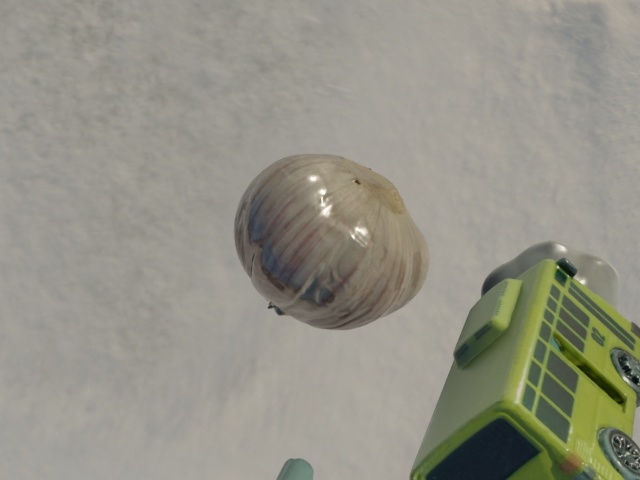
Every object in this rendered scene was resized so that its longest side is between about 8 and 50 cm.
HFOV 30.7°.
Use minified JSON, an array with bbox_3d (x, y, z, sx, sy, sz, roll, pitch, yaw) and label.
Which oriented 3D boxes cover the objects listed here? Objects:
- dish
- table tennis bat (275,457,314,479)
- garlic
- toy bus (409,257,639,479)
[{"bbox_3d":[0.355,0.117,1.775,0.229,0.081,0.229,0,112,0],"label":"dish"},{"bbox_3d":[-0.064,0.319,1.322,0.153,0.244,0.040,43,119,1],"label":"table tennis bat"},{"bbox_3d":[0.000,0.000,1.783,0.317,0.317,0.259,34,106,15],"label":"garlic"},{"bbox_3d":[0.117,0.087,0.630,0.101,0.175,0.088,41,120,-4],"label":"toy bus"}]
